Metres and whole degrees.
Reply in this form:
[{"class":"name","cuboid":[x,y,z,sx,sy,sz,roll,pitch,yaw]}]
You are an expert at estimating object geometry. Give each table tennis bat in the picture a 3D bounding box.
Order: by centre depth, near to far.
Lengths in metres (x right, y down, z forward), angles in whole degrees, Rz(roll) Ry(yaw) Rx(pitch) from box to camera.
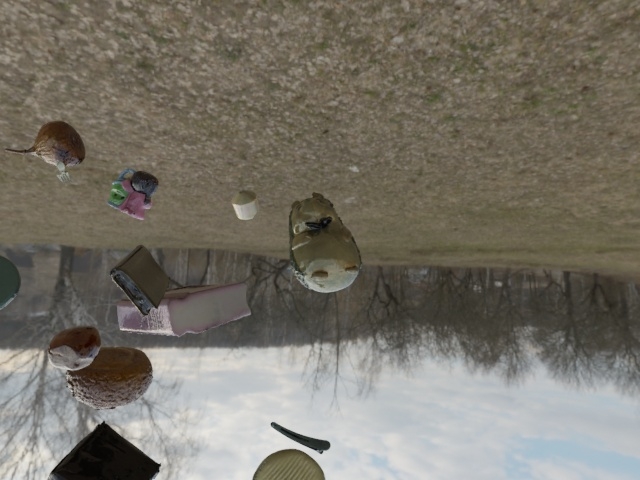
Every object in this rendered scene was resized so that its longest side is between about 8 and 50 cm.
[{"class":"table tennis bat","cuboid":[-0.656,0.066,0.717,0.237,0.149,0.038,16,132,-11]}]

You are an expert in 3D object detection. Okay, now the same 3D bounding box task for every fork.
[{"class":"fork","cuboid":[-0.789,-0.210,1.262,0.034,0.028,0.219,-27,-173,-26]}]

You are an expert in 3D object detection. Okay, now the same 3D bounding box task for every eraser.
[{"class":"eraser","cuboid":[-0.436,0.211,1.310,0.359,0.122,0.272,-8,-178,43]}]

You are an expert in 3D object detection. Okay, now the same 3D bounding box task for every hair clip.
[{"class":"hair clip","cuboid":[-0.080,0.707,1.488,0.229,0.039,0.070,24,135,-7]}]

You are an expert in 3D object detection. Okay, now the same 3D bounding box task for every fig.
[{"class":"fig","cuboid":[-0.870,-0.287,1.323,0.201,0.146,0.134,-22,-177,-6]}]

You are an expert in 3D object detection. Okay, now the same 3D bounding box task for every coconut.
[{"class":"coconut","cuboid":[-0.327,-0.165,1.818,0.116,0.116,0.122,-1,129,10]}]

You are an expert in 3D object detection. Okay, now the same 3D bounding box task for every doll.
[{"class":"doll","cuboid":[0.000,0.000,1.407,0.247,0.349,0.247,-12,145,-8]}]

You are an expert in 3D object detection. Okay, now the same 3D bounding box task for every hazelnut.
[{"class":"hazelnut","cuboid":[-0.769,0.334,1.309,0.154,0.143,0.143,-27,164,14]}]

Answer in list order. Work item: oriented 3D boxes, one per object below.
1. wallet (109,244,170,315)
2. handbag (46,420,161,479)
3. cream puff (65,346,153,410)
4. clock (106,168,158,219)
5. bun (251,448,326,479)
[{"class":"wallet","cuboid":[-0.357,0.074,0.837,0.031,0.110,0.198,-35,-164,-3]},{"class":"handbag","cuboid":[-0.607,0.665,1.194,0.247,0.080,0.223,40,-159,-3]},{"class":"cream puff","cuboid":[-0.806,0.536,1.599,0.303,0.212,0.303,6,-175,-1]},{"class":"clock","cuboid":[-0.791,-0.209,1.755,0.194,0.195,0.100,26,-177,13]},{"class":"bun","cuboid":[-0.112,0.878,1.439,0.287,0.287,0.146,0,153,-1]}]
